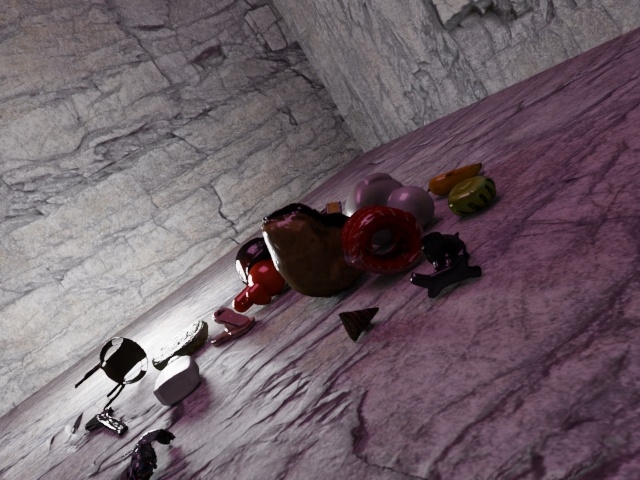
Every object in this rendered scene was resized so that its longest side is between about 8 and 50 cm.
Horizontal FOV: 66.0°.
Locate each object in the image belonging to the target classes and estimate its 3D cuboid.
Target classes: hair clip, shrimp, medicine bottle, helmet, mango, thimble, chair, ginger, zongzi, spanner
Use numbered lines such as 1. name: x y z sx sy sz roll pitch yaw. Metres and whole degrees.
1. hair clip: -0.266 0.275 1.535 0.138 0.102 0.123 11 35 24
2. shrimp: -0.359 0.441 0.991 0.082 0.076 0.174 -53 6 16
3. medicine bottle: -0.394 0.375 1.357 0.119 0.069 0.183 -36 13 -9
4. helmet: -0.220 0.088 1.847 0.189 0.193 0.216 -38 -30 -27
5. mango: 0.421 -0.193 1.553 0.188 0.066 0.101 -27 4 4
6. thimble: 0.151 -0.003 1.194 0.190 0.163 0.125 -5 8 -14
7. chair: -0.701 0.443 1.686 0.213 0.174 0.149 -48 12 -17
8. ginger: -0.022 0.042 1.313 0.270 0.222 0.200 6 -25 -34
9. zongzi: 0.087 0.158 1.013 0.073 0.067 0.083 -36 -8 23
10. spanner: -0.616 0.529 1.427 0.093 0.026 0.326 -42 15 -35

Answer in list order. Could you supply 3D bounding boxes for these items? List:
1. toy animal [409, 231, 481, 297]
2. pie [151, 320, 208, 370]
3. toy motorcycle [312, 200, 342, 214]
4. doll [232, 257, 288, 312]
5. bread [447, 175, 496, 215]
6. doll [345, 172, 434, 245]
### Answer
1. toy animal: 0.242 0.019 1.019 0.121 0.117 0.210 -36 12 21
2. pie: -0.477 0.359 1.695 0.241 0.054 0.240 -33 13 8
3. toy motorcycle: 0.017 -0.012 1.632 0.157 0.090 0.263 -10 49 3
4. doll: -0.179 0.130 1.662 0.290 0.130 0.161 -49 19 -24
5. bread: 0.391 -0.115 1.278 0.130 0.071 0.139 -34 13 9
6. doll: 0.204 -0.088 1.405 0.251 0.220 0.221 -2 -5 -28
